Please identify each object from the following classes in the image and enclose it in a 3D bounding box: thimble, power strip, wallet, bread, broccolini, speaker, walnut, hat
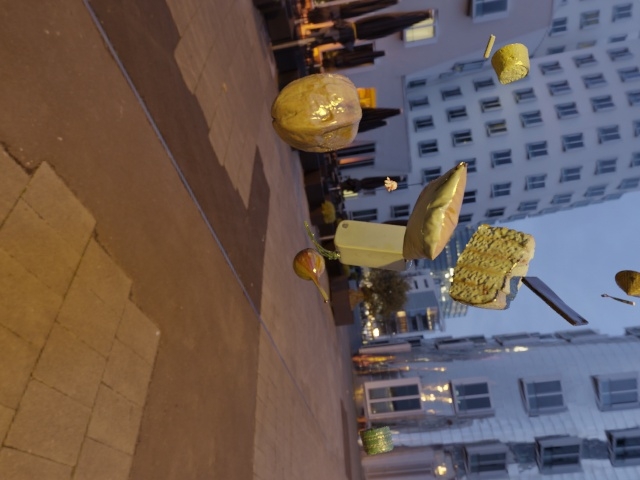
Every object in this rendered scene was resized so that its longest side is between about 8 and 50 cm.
[{"bbox_3d":[0.216,0.771,1.571,0.135,0.118,0.090,107,-26,-64],"label":"thimble"},{"bbox_3d":[0.695,-0.798,1.673,0.040,0.016,0.090,-67,170,-58],"label":"power strip"},{"bbox_3d":[0.860,0.221,1.499,0.244,0.124,0.025,53,-53,41],"label":"wallet"},{"bbox_3d":[0.718,-0.671,1.534,0.111,0.129,0.115,23,57,-51],"label":"bread"},{"bbox_3d":[-0.005,0.005,1.480,0.194,0.052,0.054,45,-18,9],"label":"broccolini"},{"bbox_3d":[0.281,0.031,2.102,0.184,0.405,0.183,81,21,-50],"label":"speaker"},{"bbox_3d":[-0.011,-0.381,1.231,0.283,0.282,0.228,-88,173,-64],"label":"walnut"},{"bbox_3d":[0.717,0.154,1.702,0.395,0.239,0.264,-56,136,-16],"label":"bread"},{"bbox_3d":[1.205,0.191,1.572,0.146,0.067,0.146,42,-19,19],"label":"hat"}]

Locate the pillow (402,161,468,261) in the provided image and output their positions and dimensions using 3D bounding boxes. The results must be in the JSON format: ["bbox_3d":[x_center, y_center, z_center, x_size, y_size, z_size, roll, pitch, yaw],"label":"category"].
[{"bbox_3d":[0.360,-0.076,1.307,0.310,0.119,0.313,159,-48,-85],"label":"pillow"}]

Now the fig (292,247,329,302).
[{"bbox_3d":[-0.026,0.129,1.473,0.124,0.124,0.236,77,-8,-47],"label":"fig"}]

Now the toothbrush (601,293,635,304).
[{"bbox_3d":[1.513,0.299,2.070,0.257,0.024,0.018,-21,101,-84],"label":"toothbrush"}]

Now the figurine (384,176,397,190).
[{"bbox_3d":[0.315,-0.257,1.865,0.109,0.047,0.064,1,85,-60],"label":"figurine"}]
